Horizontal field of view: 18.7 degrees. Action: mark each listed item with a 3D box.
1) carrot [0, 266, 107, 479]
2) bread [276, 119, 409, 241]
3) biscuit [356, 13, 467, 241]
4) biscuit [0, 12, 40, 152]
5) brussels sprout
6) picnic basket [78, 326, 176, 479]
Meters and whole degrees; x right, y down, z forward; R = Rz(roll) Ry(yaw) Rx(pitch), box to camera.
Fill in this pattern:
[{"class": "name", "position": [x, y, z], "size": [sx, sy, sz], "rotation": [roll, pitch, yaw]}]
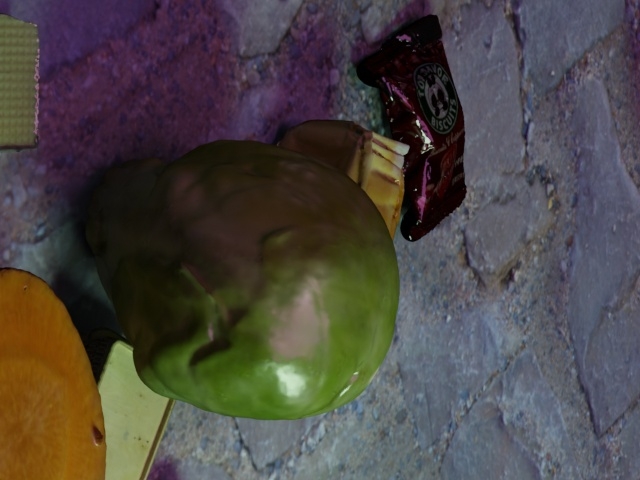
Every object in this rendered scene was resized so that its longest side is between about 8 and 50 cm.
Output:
[{"class": "carrot", "position": [-0.282, 0.171, 1.613], "size": [0.258, 0.100, 0.307], "rotation": [39, 42, -51]}, {"class": "bread", "position": [0.000, 0.000, 1.996], "size": [0.107, 0.136, 0.241], "rotation": [35, 67, -48]}, {"class": "biscuit", "position": [0.114, -0.122, 2.183], "size": [0.151, 0.063, 0.235], "rotation": [-42, 122, -54]}, {"class": "biscuit", "position": [-0.298, -0.197, 1.662], "size": [0.147, 0.046, 0.250], "rotation": [-10, 102, -52]}, {"class": "brussels sprout", "position": [-0.064, 0.040, 1.785], "size": [0.274, 0.316, 0.242], "rotation": [-4, 122, -30]}, {"class": "picnic basket", "position": [-0.210, 0.170, 1.800], "size": [0.115, 0.079, 0.164], "rotation": [41, 64, -48]}]
